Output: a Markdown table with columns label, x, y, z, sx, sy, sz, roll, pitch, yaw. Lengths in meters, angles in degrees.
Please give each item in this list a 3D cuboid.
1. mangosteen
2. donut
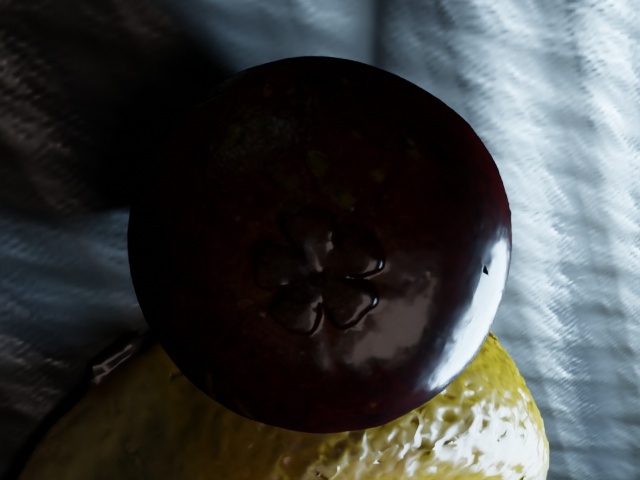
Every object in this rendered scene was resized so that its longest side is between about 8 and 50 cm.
| label | x | y | z | sx | sy | sz | roll | pitch | yaw |
| --- | --- | --- | --- | --- | --- | --- | --- | --- | --- |
| mangosteen | 0.000 | 0.000 | 1.102 | 0.215 | 0.215 | 0.257 | -42 | -177 | 4 |
| donut | -0.039 | 0.218 | 1.344 | 0.377 | 0.163 | 0.435 | -5 | 135 | -41 |
